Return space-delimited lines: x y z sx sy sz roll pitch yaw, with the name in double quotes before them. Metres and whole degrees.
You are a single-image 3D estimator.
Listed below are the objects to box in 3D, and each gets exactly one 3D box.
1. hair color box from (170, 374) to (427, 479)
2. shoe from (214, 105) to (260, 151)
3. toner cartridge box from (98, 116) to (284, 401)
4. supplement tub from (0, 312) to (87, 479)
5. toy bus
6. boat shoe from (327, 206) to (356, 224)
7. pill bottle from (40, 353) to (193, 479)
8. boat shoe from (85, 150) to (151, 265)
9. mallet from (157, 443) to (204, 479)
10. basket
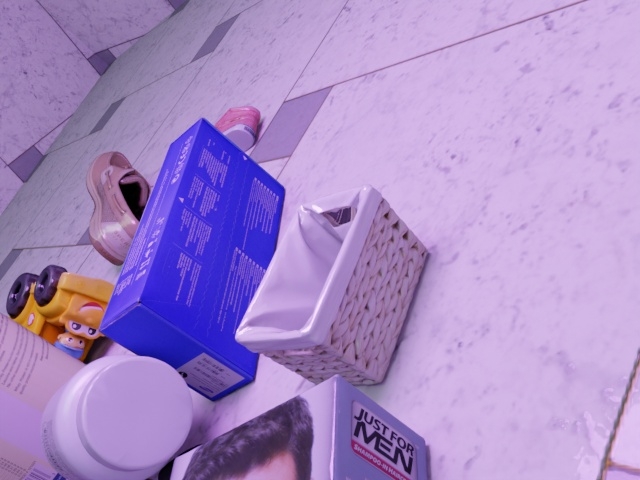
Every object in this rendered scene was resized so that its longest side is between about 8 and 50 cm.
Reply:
"hair color box" -0.028 0.289 0.421 0.185 0.113 0.374 -33 31 28
"shoe" -0.183 -0.183 1.281 0.178 0.063 0.081 -22 36 32
"toner cartridge box" -0.142 0.009 0.874 0.075 0.165 0.348 -32 32 29
"supplement tub" -0.460 0.209 0.906 0.235 0.325 0.235 -35 31 24
"toy bus" -0.426 0.162 1.129 0.220 0.149 0.212 -15 56 43
"boat shoe" 0.000 0.000 0.803 0.056 0.049 0.152 -22 38 41
"pill bottle" -0.214 0.189 0.734 0.229 0.131 0.131 -34 28 58
"boat shoe" -0.390 -0.088 1.408 0.110 0.121 0.341 -37 40 12
"mallet" -0.155 0.272 0.654 0.062 0.039 0.190 -35 14 32
"basket" 0.016 0.048 0.666 0.113 0.103 0.167 -13 44 48
